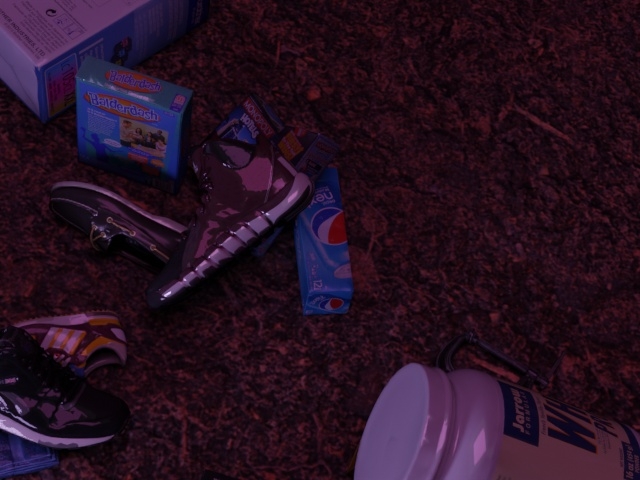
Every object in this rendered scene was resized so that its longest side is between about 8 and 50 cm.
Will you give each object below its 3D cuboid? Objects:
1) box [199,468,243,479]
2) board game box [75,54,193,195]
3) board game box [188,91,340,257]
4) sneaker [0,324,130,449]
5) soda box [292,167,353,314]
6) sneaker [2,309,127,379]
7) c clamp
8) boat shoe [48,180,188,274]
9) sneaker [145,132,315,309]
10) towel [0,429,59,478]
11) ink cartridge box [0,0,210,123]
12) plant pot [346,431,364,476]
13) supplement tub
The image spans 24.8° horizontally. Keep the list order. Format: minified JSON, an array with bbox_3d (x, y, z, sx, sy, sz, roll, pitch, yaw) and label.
[{"bbox_3d":[-0.031,0.423,1.788,0.308,0.076,0.242,16,31,2],"label":"box"},{"bbox_3d":[-0.267,-0.162,2.082,0.160,0.210,0.047,20,59,3],"label":"board game box"},{"bbox_3d":[-0.075,-0.112,2.105,0.194,0.060,0.194,-42,54,15],"label":"board game box"},{"bbox_3d":[-0.384,0.180,1.891,0.283,0.124,0.107,13,28,-1],"label":"sneaker"},{"bbox_3d":[0.000,0.000,2.104,0.067,0.071,0.210,-2,60,-10],"label":"soda box"},{"bbox_3d":[-0.353,0.150,1.965,0.186,0.069,0.083,-12,57,-14],"label":"sneaker"},{"bbox_3d":[0.249,0.179,2.066,0.161,0.022,0.137,28,65,7],"label":"c clamp"},{"bbox_3d":[-0.285,-0.014,2.064,0.228,0.081,0.068,22,57,1],"label":"boat shoe"},{"bbox_3d":[-0.158,-0.041,2.012,0.281,0.106,0.162,-38,84,-3],"label":"sneaker"},{"bbox_3d":[-0.405,0.275,1.906,0.120,0.029,0.067,-11,61,-14],"label":"towel"},{"bbox_3d":[-0.353,-0.399,2.246,0.395,0.151,0.270,-37,71,-24],"label":"ink cartridge box"},{"bbox_3d":[0.098,0.286,1.946,0.083,0.081,0.081,29,59,-6],"label":"plant pot"},{"bbox_3d":[0.229,0.298,1.821,0.325,0.235,0.235,21,57,-16],"label":"supplement tub"}]
